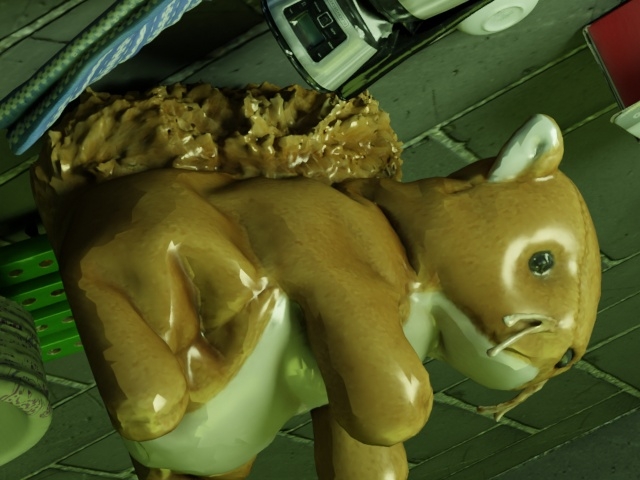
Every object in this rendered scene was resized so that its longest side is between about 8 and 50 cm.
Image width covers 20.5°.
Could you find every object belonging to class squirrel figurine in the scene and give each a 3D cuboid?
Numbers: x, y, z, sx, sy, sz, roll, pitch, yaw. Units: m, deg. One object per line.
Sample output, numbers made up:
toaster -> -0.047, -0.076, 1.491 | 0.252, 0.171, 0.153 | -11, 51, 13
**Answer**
squirrel figurine -> 0.000, 0.000, 1.293 | 0.370, 0.397, 0.281 | -21, 142, -7

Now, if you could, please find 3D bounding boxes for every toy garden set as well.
toy garden set -> -0.191, 0.023, 1.590 | 0.203, 0.049, 0.244 | -18, 158, -7

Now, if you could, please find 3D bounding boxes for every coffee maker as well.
coffee maker -> 0.067, -0.182, 1.240 | 0.178, 0.120, 0.171 | -31, 158, 23

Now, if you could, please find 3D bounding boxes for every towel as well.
towel -> -0.038, -0.178, 1.023 | 0.243, 0.040, 0.336 | -36, -171, 30

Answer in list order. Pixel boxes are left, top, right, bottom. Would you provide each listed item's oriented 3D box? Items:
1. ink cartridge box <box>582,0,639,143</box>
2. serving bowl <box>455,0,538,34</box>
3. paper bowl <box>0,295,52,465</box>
ink cartridge box -> 0.403, -0.197, 1.523 | 0.309, 0.130, 0.272 | -32, 156, 23
serving bowl -> 0.143, -0.190, 1.424 | 0.083, 0.027, 0.083 | -19, 158, -8
paper bowl -> -0.371, 0.108, 1.447 | 0.284, 0.148, 0.284 | -12, 159, -5
